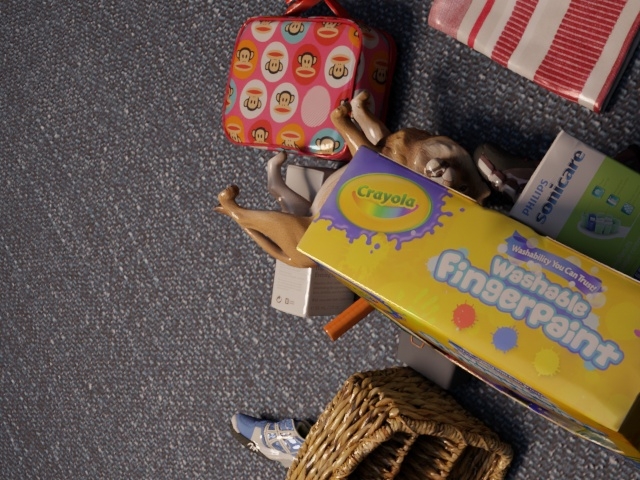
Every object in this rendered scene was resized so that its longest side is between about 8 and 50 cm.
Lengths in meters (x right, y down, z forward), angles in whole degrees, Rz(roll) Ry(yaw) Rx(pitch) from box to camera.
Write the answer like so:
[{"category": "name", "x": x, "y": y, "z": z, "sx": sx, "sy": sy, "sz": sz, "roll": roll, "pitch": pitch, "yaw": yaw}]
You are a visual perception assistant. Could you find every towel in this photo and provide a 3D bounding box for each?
[{"category": "towel", "x": 0.312, "y": -0.349, "z": 1.637, "sx": 0.329, "sy": 0.037, "sz": 0.237, "roll": 37, "pitch": 114, "yaw": 35}]

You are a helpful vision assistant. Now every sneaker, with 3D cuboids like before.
[{"category": "sneaker", "x": -0.059, "y": 0.327, "z": 1.941, "sx": 0.211, "sy": 0.080, "sz": 0.081, "roll": 20, "pitch": 97, "yaw": 30}, {"category": "sneaker", "x": 0.349, "y": -0.085, "z": 1.574, "sx": 0.281, "sy": 0.106, "sz": 0.162, "roll": 44, "pitch": 108, "yaw": 26}]

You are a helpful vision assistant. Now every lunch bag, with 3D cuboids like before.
[{"category": "lunch bag", "x": -0.021, "y": -0.264, "z": 1.876, "sx": 0.293, "sy": 0.120, "sz": 0.258, "roll": 15, "pitch": 99, "yaw": 41}]

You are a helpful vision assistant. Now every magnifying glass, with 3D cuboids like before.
[{"category": "magnifying glass", "x": 0.103, "y": 0.069, "z": 1.725, "sx": 0.231, "sy": 0.092, "sz": 0.026, "roll": -36, "pitch": 46, "yaw": -5}]

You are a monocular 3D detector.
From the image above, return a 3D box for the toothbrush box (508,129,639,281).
[{"category": "toothbrush box", "x": 0.371, "y": 0.003, "z": 1.385, "sx": 0.283, "sy": 0.206, "sz": 0.122, "roll": 32, "pitch": 90, "yaw": 8}]

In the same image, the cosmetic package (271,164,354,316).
[{"category": "cosmetic package", "x": 0.000, "y": 0.000, "z": 1.859, "sx": 0.085, "sy": 0.117, "sz": 0.231, "roll": 14, "pitch": 100, "yaw": 41}]

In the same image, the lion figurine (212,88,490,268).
[{"category": "lion figurine", "x": 0.041, "y": -0.059, "z": 1.723, "sx": 0.392, "sy": 0.142, "sz": 0.240, "roll": -33, "pitch": 93, "yaw": 28}]

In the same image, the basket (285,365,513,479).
[{"category": "basket", "x": 0.098, "y": 0.363, "z": 1.702, "sx": 0.223, "sy": 0.213, "sz": 0.299, "roll": 41, "pitch": 116, "yaw": 35}]

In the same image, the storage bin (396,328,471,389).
[{"category": "storage bin", "x": 0.171, "y": 0.156, "z": 1.726, "sx": 0.135, "sy": 0.098, "sz": 0.091, "roll": 30, "pitch": 119, "yaw": 38}]

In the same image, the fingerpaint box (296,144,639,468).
[{"category": "fingerpaint box", "x": 0.244, "y": 0.100, "z": 1.425, "sx": 0.445, "sy": 0.371, "sz": 0.163, "roll": 29, "pitch": 85, "yaw": 31}]

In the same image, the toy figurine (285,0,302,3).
[{"category": "toy figurine", "x": 0.021, "y": -0.559, "z": 1.806, "sx": 0.362, "sy": 0.191, "sz": 0.217, "roll": -32, "pitch": 64, "yaw": 36}]
